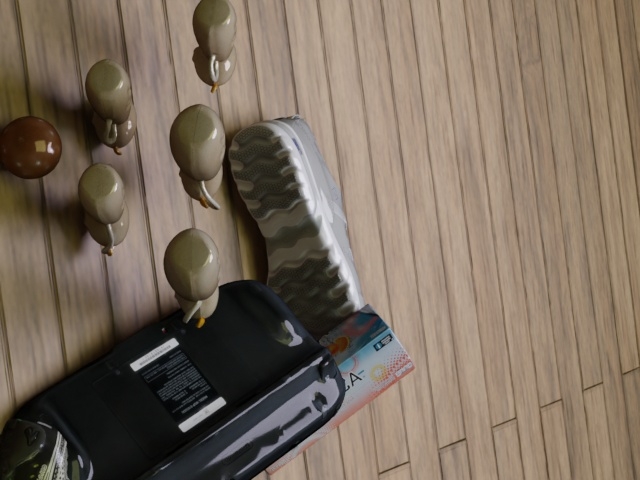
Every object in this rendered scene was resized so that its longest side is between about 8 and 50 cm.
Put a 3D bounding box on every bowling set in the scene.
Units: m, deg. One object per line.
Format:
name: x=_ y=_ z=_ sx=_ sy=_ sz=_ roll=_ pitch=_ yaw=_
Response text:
bowling set: x=-0.172 y=-0.079 z=1.276 sx=0.154 sy=0.199 sz=0.287 roll=98 pitch=-1 yaw=-74

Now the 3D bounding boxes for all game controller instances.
game controller: x=-0.119 y=0.150 z=1.282 sx=0.166 sy=0.067 sz=0.319 roll=44 pitch=48 yaw=16

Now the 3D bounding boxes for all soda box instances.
soda box: x=-0.001 y=0.146 z=1.423 sx=0.183 sy=0.058 sz=0.063 roll=-36 pitch=122 yaw=-4

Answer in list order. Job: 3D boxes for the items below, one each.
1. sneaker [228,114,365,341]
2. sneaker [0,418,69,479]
sneaker: x=0.000 y=0.000 z=1.489 sx=0.115 sy=0.105 sz=0.281 roll=-39 pitch=120 yaw=-56
sneaker: x=-0.177 y=0.268 z=1.115 sx=0.134 sy=0.146 sz=0.344 roll=-84 pitch=168 yaw=-51
